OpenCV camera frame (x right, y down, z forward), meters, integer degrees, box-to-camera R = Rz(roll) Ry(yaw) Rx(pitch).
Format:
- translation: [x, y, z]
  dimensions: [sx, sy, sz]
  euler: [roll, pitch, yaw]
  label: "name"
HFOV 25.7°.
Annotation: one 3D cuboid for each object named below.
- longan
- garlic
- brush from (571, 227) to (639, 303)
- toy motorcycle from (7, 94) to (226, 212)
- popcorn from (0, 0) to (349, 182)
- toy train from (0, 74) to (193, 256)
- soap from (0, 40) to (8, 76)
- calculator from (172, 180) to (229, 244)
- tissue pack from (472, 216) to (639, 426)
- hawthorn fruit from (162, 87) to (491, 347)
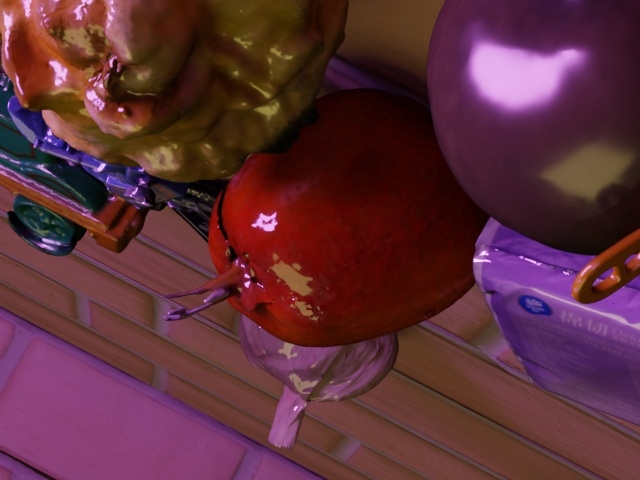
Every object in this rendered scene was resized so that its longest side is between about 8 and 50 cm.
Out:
- translation: [0.166, -0.083, 0.825]
  dimensions: [0.220, 0.196, 0.196]
  euler: [17, 160, 48]
  label: "longan"
- translation: [-0.018, 0.154, 1.741]
  dimensions: [0.218, 0.212, 0.218]
  euler: [21, 166, 6]
  label: "garlic"
- translation: [0.248, -0.045, 0.747]
  dimensions: [0.013, 0.272, 0.103]
  euler: [56, 180, 33]
  label: "brush"
- translation: [-0.160, -0.069, 1.171]
  dimensions: [0.114, 0.076, 0.205]
  euler: [14, 170, 36]
  label: "toy motorcycle"
- translation: [-0.107, -0.162, 0.963]
  dimensions: [0.215, 0.252, 0.286]
  euler: [63, 144, 25]
  label: "popcorn"
- translation: [-0.311, -0.148, 1.410]
  dimensions: [0.429, 0.178, 0.249]
  euler: [27, 153, 6]
  label: "toy train"
- translation: [-0.180, -0.157, 1.202]
  dimensions: [0.273, 0.098, 0.218]
  euler: [23, 168, -27]
  label: "soap"
- translation: [-0.077, -0.017, 1.644]
  dimensions: [0.274, 0.028, 0.166]
  euler: [11, 156, 44]
  label: "calculator"
- translation: [0.307, 0.059, 1.068]
  dimensions: [0.338, 0.160, 0.242]
  euler: [19, 159, 28]
  label: "tissue pack"
- translation: [0.000, 0.000, 1.164]
  dimensions: [0.211, 0.299, 0.211]
  euler: [48, 158, 27]
  label: "hawthorn fruit"
